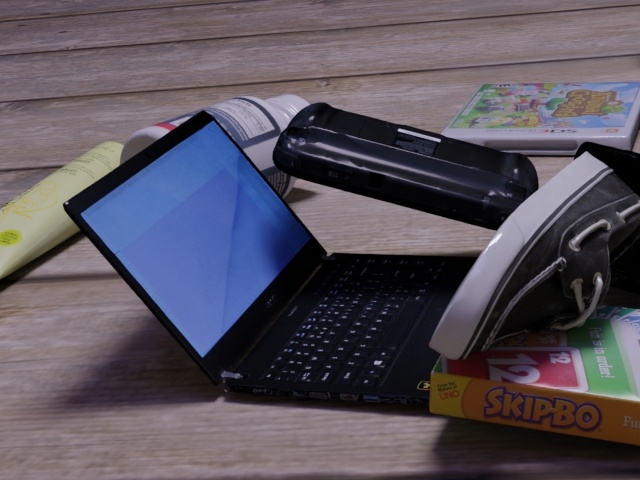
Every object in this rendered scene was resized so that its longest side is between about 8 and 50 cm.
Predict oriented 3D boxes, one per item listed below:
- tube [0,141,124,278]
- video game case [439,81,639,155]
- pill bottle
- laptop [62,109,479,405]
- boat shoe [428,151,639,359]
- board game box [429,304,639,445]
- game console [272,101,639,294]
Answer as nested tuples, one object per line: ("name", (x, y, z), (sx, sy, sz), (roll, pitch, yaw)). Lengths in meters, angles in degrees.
("tube", (-0.253, -0.021, 1.120), (0.070, 0.062, 0.240), (-42, 0, 40))
("video game case", (0.242, -0.132, 1.318), (0.193, 0.023, 0.212), (2, 22, 20))
("pill bottle", (-0.083, -0.073, 1.134), (0.108, 0.108, 0.180), (13, 27, 41))
("laptop", (0.000, 0.000, 0.875), (0.264, 0.136, 0.234), (2, 22, 20))
("boat shoe", (0.143, 0.014, 0.748), (0.070, 0.077, 0.219), (37, 44, 14))
("board game box", (0.205, 0.081, 0.728), (0.259, 0.039, 0.124), (9, 24, 18))
("game console", (0.147, -0.042, 0.946), (0.361, 0.044, 0.213), (16, 24, 7))
